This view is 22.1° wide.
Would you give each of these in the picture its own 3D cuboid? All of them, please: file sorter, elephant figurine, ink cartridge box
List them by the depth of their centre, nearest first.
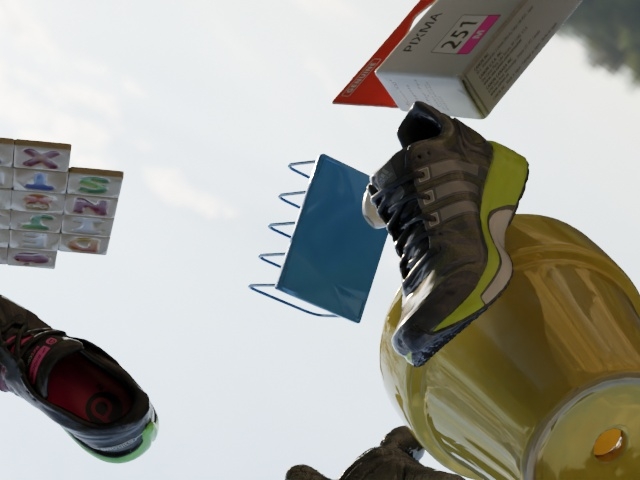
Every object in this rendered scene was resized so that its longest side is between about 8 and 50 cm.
[{"bbox_3d":[0.149,-0.239,1.624,0.239,0.275,0.060,12,146,51],"label":"ink cartridge box"},{"bbox_3d":[0.094,0.295,1.874,0.186,0.169,0.239,-58,-41,-40],"label":"elephant figurine"},{"bbox_3d":[0.000,0.000,1.962,0.118,0.170,0.104,24,166,-27],"label":"file sorter"}]

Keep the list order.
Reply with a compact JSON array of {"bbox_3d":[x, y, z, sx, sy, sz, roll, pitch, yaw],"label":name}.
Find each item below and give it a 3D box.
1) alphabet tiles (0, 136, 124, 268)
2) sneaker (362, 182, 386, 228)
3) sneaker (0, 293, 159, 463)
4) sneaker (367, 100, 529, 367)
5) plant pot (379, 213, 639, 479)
[{"bbox_3d":[-0.368,-0.038,1.793,0.285,0.342,0.011,4,-112,-11],"label":"alphabet tiles"},{"bbox_3d":[0.105,-0.073,1.786,0.053,0.152,0.061,48,166,-9],"label":"sneaker"},{"bbox_3d":[-0.475,0.190,2.713,0.483,0.185,0.202,26,153,0],"label":"sneaker"},{"bbox_3d":[0.090,-0.009,1.377,0.121,0.111,0.300,36,-148,-12],"label":"sneaker"},{"bbox_3d":[0.210,0.134,1.488,0.254,0.254,0.239,25,-168,-29],"label":"plant pot"}]
